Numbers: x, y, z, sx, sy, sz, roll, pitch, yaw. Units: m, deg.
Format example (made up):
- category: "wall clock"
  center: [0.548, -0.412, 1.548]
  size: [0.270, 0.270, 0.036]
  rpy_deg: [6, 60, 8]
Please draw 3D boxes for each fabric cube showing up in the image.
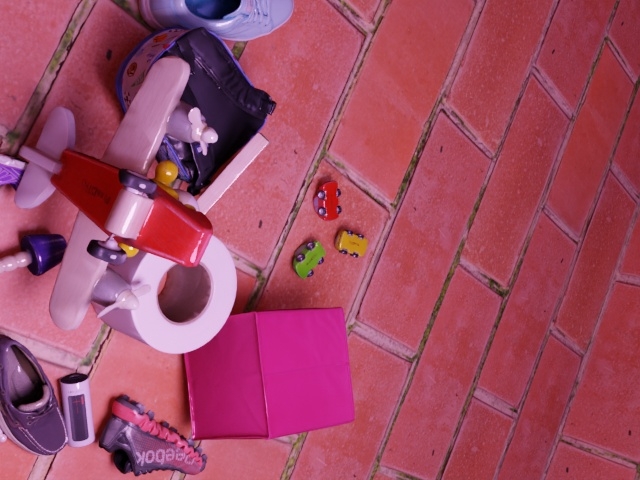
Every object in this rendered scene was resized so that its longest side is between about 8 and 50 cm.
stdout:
- category: "fabric cube"
  center: [-0.112, 0.285, 1.679]
  size: [0.258, 0.254, 0.259]
  rpy_deg: [2, 79, -48]

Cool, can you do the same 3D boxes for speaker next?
- category: "speaker"
  center: [-0.476, 0.331, 1.529]
  size: [0.055, 0.055, 0.136]
  rpy_deg: [-13, 108, -42]

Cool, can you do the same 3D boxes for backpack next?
- category: "backpack"
  center: [-0.257, -0.274, 1.499]
  size: [0.276, 0.213, 0.263]
  rpy_deg: [-52, 141, -27]

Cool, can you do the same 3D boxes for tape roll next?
- category: "tape roll"
  center: [-0.312, 0.086, 1.553]
  size: [0.246, 0.169, 0.246]
  rpy_deg: [-11, 106, -41]

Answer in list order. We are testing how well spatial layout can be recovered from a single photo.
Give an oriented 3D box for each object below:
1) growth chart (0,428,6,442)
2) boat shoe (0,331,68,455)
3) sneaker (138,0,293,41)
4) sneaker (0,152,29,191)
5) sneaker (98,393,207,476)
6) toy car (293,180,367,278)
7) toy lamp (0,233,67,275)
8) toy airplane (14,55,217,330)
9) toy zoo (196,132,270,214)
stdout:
- category: "growth chart"
  center: [-0.674, 0.380, 1.374]
  size: [0.237, 0.021, 0.172]
  rpy_deg: [-42, 126, -29]
- category: "boat shoe"
  center: [-0.537, 0.290, 1.429]
  size: [0.103, 0.092, 0.285]
  rpy_deg: [-43, 126, -42]
- category: "sneaker"
  center: [-0.172, -0.469, 1.580]
  size: [0.366, 0.150, 0.135]
  rpy_deg: [-19, 113, -40]
- category: "sneaker"
  center: [-0.574, -0.122, 1.331]
  size: [0.170, 0.068, 0.071]
  rpy_deg: [19, 91, -45]
- category: "sneaker"
  center: [-0.355, 0.441, 1.639]
  size: [0.276, 0.097, 0.135]
  rpy_deg: [46, 67, -37]
- category: "toy car"
  center: [0.000, 0.000, 1.914]
  size: [0.225, 0.053, 0.239]
  rpy_deg: [-48, 127, -25]
- category: "toy lamp"
  center: [-0.573, 0.050, 1.358]
  size: [0.274, 0.080, 0.080]
  rpy_deg: [-24, 114, -39]
- category: "toy airplane"
  center: [-0.334, -0.072, 1.334]
  size: [0.272, 0.386, 0.384]
  rpy_deg: [17, 53, -51]
- category: "toy zoo"
  center: [-0.176, -0.139, 1.584]
  size: [0.030, 0.293, 0.192]
  rpy_deg: [42, 93, -7]
